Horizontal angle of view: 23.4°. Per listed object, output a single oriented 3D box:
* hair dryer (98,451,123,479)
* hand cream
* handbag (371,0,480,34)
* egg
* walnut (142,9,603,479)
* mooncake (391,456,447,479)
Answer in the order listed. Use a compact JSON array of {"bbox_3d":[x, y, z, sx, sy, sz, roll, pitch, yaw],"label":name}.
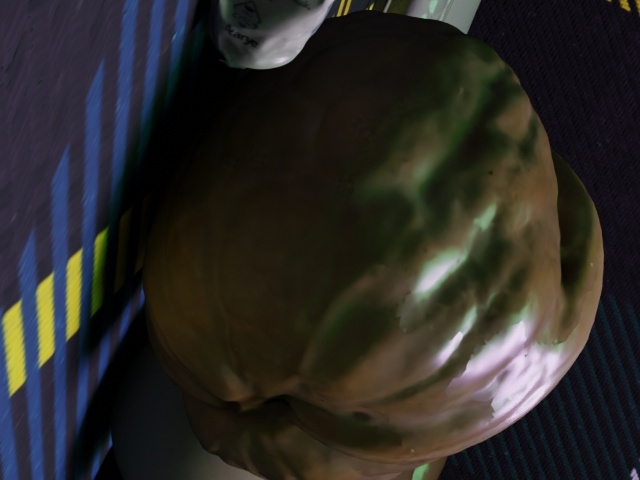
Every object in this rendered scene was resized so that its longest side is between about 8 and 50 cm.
[{"bbox_3d":[-0.106,0.288,1.310,0.128,0.255,0.070,-60,153,-4],"label":"hair dryer"},{"bbox_3d":[-0.008,-0.158,0.714,0.248,0.075,0.052,118,-4,-58],"label":"hand cream"},{"bbox_3d":[0.099,-0.245,1.701,0.256,0.079,0.219,-68,159,-6],"label":"handbag"},{"bbox_3d":[-0.062,0.146,1.187,0.186,0.186,0.241,-62,156,-17],"label":"egg"},{"bbox_3d":[0.028,0.008,0.946,0.285,0.285,0.296,-61,155,-29],"label":"walnut"},{"bbox_3d":[-0.034,0.296,1.644,0.467,0.262,0.467,-52,152,-43],"label":"mooncake"}]
